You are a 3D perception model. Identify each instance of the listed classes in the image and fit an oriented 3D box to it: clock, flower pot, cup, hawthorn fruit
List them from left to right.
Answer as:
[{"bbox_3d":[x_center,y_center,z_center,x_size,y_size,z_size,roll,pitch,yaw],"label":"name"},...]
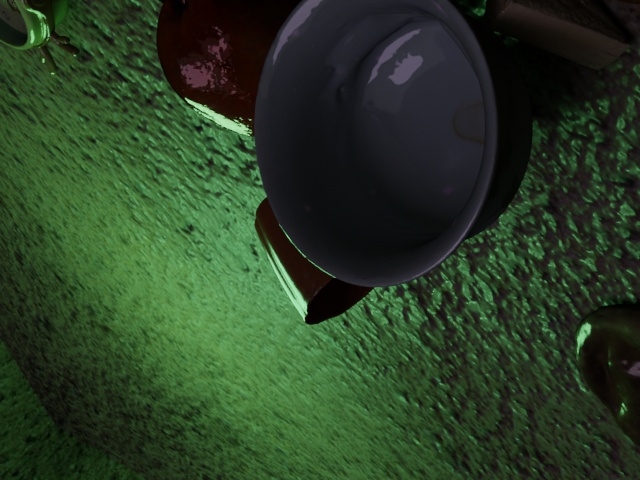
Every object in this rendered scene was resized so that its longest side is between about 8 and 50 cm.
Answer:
[{"bbox_3d":[-0.497,-0.406,2.559,0.308,0.096,0.235,51,154,-11],"label":"clock"},{"bbox_3d":[-0.074,-0.226,2.052,0.299,0.211,0.211,38,156,-5],"label":"hawthorn fruit"},{"bbox_3d":[0.000,0.000,2.312,0.173,0.191,0.190,49,157,19],"label":"flower pot"},{"bbox_3d":[0.104,-0.125,1.797,0.347,0.163,0.347,4,95,43],"label":"cup"}]

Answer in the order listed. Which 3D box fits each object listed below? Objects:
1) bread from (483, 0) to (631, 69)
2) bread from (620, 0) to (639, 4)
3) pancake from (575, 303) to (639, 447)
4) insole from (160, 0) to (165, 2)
[{"bbox_3d":[0.253,-0.257,1.693,0.152,0.105,0.077,19,161,-18],"label":"bread"},{"bbox_3d":[0.290,-0.301,1.452,0.230,0.123,0.230,36,156,19],"label":"bread"},{"bbox_3d":[0.446,0.197,2.049,0.294,0.049,0.294,34,152,21],"label":"pancake"},{"bbox_3d":[-0.190,-0.347,2.271,0.322,0.007,0.109,35,155,22],"label":"insole"}]
